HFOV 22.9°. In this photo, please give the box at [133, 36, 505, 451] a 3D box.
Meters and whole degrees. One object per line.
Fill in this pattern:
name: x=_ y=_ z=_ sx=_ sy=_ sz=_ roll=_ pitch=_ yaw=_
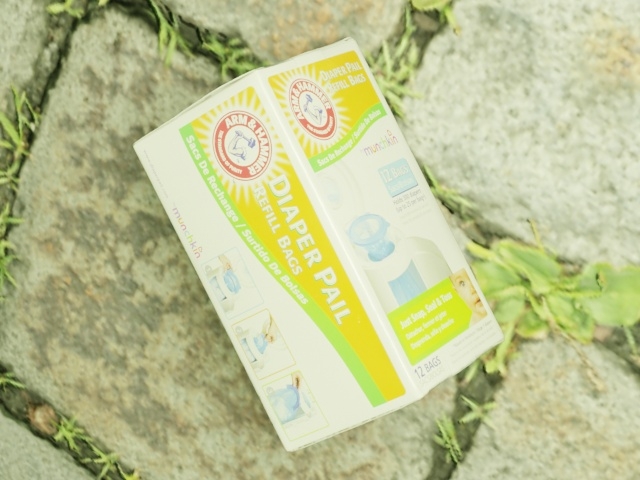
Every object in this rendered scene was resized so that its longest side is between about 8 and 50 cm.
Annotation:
box: x=0.000 y=0.000 z=0.915 sx=0.103 sy=0.114 sz=0.203 roll=-27 pitch=89 yaw=36
